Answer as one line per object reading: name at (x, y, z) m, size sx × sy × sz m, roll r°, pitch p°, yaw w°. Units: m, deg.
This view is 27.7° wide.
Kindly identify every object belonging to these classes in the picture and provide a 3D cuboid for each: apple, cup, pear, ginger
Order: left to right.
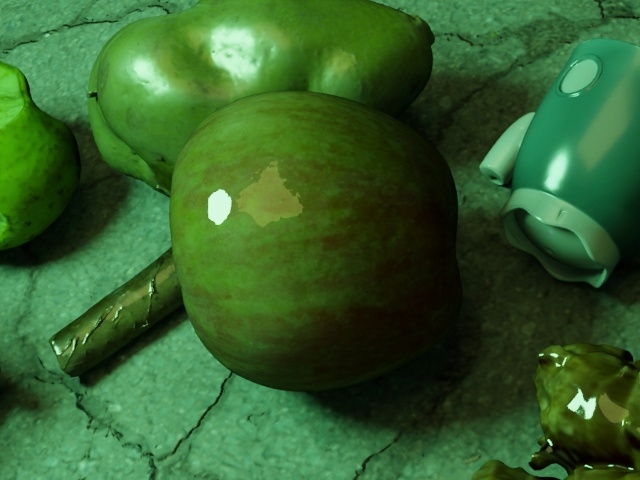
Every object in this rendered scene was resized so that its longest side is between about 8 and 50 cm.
pear at (-0.373, -0.088, 1.350) m, size 0.255 × 0.164 × 0.238 m, roll -9°, pitch 39°, yaw 3°
apple at (0.000, 0.000, 1.091) m, size 0.233 × 0.257 × 0.257 m, roll -3°, pitch 51°, yaw 11°
cup at (0.245, -0.056, 1.131) m, size 0.173 × 0.167 × 0.299 m, roll -55°, pitch 30°, yaw -15°
ginger at (0.259, 0.176, 0.945) m, size 0.274 × 0.152 × 0.357 m, roll 5°, pitch 50°, yaw 46°

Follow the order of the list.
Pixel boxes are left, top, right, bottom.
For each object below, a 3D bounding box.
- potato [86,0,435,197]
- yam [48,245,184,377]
potato at (-0.058, -0.147, 1.263) m, size 0.351 × 0.218 × 0.203 m, roll -12°, pitch 76°, yaw 9°
yam at (-0.153, 0.044, 1.236) m, size 0.241 × 0.057 × 0.057 m, roll -36°, pitch 50°, yaw -14°
